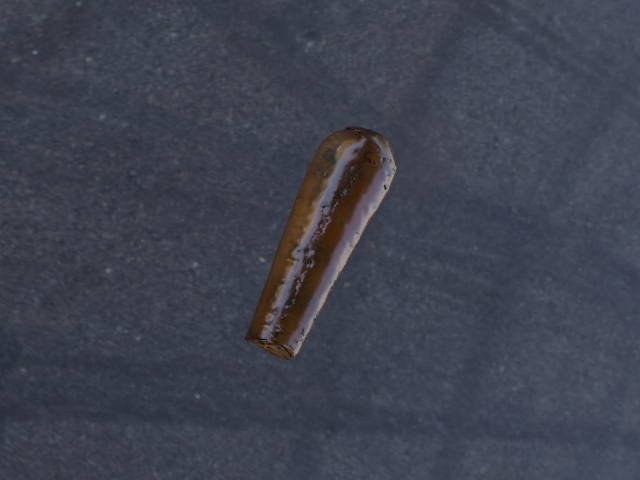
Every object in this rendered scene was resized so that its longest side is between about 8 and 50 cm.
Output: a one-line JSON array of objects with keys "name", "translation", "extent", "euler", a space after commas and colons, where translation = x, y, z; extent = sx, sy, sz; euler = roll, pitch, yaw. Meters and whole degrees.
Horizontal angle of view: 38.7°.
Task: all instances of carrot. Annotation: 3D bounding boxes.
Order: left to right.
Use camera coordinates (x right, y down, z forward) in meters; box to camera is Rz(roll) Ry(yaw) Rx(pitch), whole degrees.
[{"name": "carrot", "translation": [0.000, 0.000, 0.590], "extent": [0.055, 0.055, 0.161], "euler": [37, 70, -36]}]
